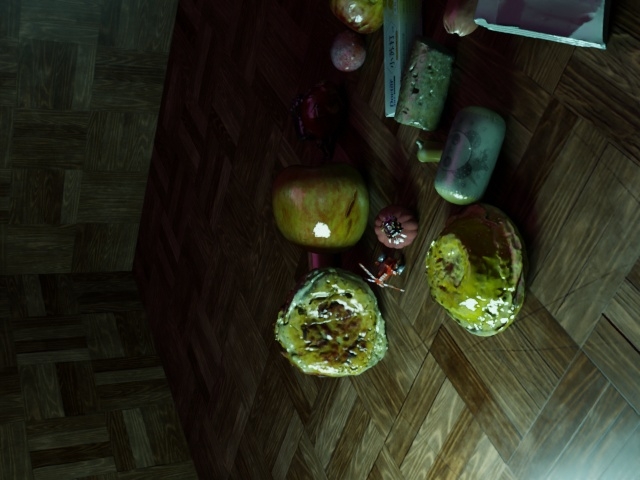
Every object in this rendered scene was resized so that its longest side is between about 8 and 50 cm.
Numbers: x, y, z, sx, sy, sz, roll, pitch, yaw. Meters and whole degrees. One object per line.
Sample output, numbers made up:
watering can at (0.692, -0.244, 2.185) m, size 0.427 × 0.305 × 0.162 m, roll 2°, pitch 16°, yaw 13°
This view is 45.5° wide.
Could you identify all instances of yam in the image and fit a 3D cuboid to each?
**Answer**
yam at (0.234, -0.350, 1.696) m, size 0.107 × 0.107 × 0.194 m, roll 43°, pitch 126°, yaw 54°

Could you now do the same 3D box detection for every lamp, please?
lamp at (0.181, -0.034, 1.823) m, size 0.108 × 0.092 × 0.107 m, roll 4°, pitch 100°, yaw 27°

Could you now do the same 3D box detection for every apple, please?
apple at (0.001, -0.083, 1.995) m, size 0.264 × 0.264 × 0.264 m, roll 4°, pitch 94°, yaw 62°

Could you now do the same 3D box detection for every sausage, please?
sausage at (0.000, -0.001, 2.179) m, size 0.086 × 0.086 × 0.289 m, roll -14°, pitch 78°, yaw 62°
sausage at (0.331, -0.580, 1.425) m, size 0.088 × 0.088 × 0.433 m, roll 24°, pitch 90°, yaw 60°

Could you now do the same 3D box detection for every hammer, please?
hammer at (0.276, -0.190, 1.637) m, size 0.201 × 0.113 × 0.305 m, roll -70°, pitch 19°, yaw 5°

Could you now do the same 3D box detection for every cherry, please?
cherry at (0.062, -0.519, 2.051) m, size 0.225 × 0.090 × 0.107 m, roll -122°, pitch 28°, yaw -58°

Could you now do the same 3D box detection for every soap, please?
soap at (0.393, -0.397, 1.320) m, size 0.231 × 0.145 × 0.091 m, roll 17°, pitch 105°, yaw 24°

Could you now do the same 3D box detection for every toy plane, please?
toy plane at (0.156, 0.062, 1.843) m, size 0.126 × 0.194 × 0.077 m, roll 28°, pitch 77°, yaw 20°

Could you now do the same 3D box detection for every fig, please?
fig at (0.121, -0.650, 1.900) m, size 0.159 × 0.159 × 0.257 m, roll 30°, pitch 98°, yaw 59°

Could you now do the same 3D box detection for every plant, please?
plant at (-0.040, -0.363, 2.248) m, size 0.092 × 0.094 × 0.143 m, roll -174°, pitch 72°, yaw -77°

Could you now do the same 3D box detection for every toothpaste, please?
toothpaste at (0.198, -0.452, 1.808) m, size 0.089 × 0.071 × 0.312 m, roll 180°, pitch 88°, yaw -66°

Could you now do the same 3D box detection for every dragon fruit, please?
dragon fruit at (0.008, -0.328, 2.146) m, size 0.125 × 0.125 × 0.246 m, roll 37°, pitch 141°, yaw 40°

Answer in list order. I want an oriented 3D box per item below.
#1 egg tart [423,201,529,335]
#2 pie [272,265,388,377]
egg tart at (0.303, 0.058, 1.571) m, size 0.295 × 0.116 × 0.294 m, roll -5°, pitch 84°, yaw 62°
pie at (0.030, 0.201, 1.896) m, size 0.085 × 0.308 × 0.308 m, roll -175°, pitch 84°, yaw -76°
